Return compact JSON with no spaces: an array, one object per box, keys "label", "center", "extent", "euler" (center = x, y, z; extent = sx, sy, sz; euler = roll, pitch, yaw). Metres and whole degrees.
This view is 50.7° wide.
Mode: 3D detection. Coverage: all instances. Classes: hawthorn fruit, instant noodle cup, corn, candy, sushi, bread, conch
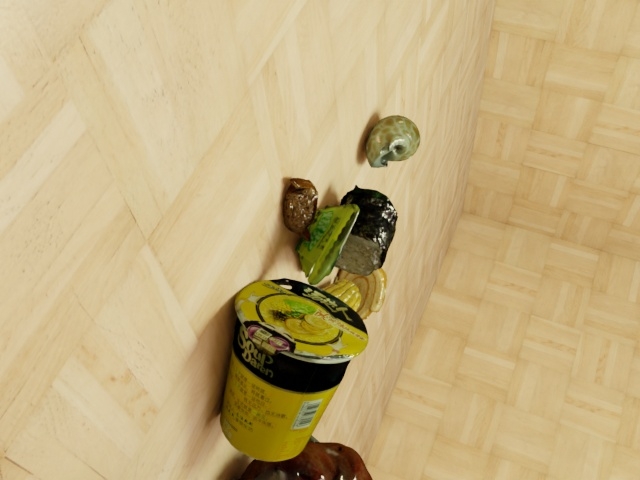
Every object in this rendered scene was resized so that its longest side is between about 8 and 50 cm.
[{"label":"hawthorn fruit","center":[-0.031,0.521,1.259],"extent":[0.325,0.308,0.308],"euler":[-12,-130,59]},{"label":"instant noodle cup","center":[-0.058,0.210,1.055],"extent":[0.215,0.215,0.236],"euler":[-37,148,-63]},{"label":"corn","center":[0.023,0.140,1.404],"extent":[0.244,0.093,0.093],"euler":[-21,127,-69]},{"label":"candy","center":[0.000,0.000,1.193],"extent":[0.149,0.069,0.246],"euler":[-63,-176,-2]},{"label":"sushi","center":[0.085,-0.017,1.357],"extent":[0.225,0.124,0.127],"euler":[102,8,-68]},{"label":"bread","center":[0.091,0.118,1.554],"extent":[0.073,0.122,0.149],"euler":[19,87,-70]},{"label":"conch","center":[0.154,-0.218,1.460],"extent":[0.173,0.106,0.116],"euler":[-30,158,-41]},{"label":"sushi","center":[-0.033,-0.055,1.102],"extent":[0.055,0.052,0.120],"euler":[-76,177,-51]}]

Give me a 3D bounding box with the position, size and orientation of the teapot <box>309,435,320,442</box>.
[{"label":"teapot","center":[-0.059,0.471,1.534],"extent":[0.091,0.124,0.092],"euler":[-52,-159,-13]}]
